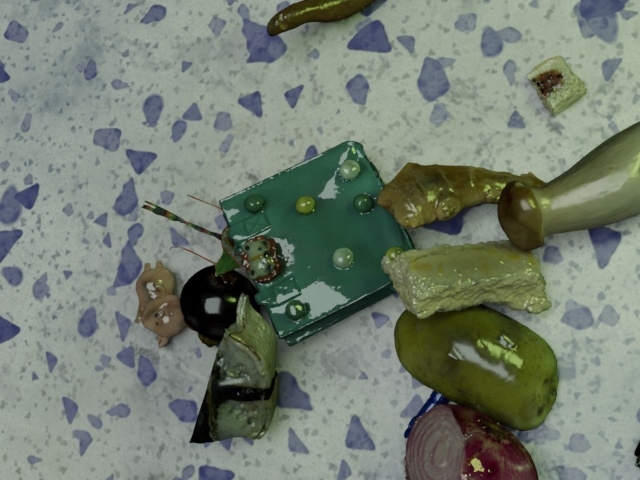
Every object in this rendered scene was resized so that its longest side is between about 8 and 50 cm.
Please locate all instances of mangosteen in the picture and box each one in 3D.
[{"bbox_3d":[-0.172,0.121,1.589,0.137,0.137,0.151,31,125,20],"label":"mangosteen"}]

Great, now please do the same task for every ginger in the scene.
[{"bbox_3d":[0.237,-0.067,1.473,0.295,0.086,0.131,3,37,-2],"label":"ginger"}]

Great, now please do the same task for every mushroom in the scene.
[{"bbox_3d":[0.430,-0.090,1.406,0.350,0.128,0.128,-23,74,-3],"label":"mushroom"}]

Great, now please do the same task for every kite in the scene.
[{"bbox_3d":[-0.188,-0.011,1.601,0.244,0.198,0.006,20,131,-11],"label":"kite"}]

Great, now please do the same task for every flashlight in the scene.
[{"bbox_3d":[0.177,0.268,1.490,0.035,0.057,0.121,36,85,-15],"label":"flashlight"}]

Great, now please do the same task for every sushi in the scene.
[{"bbox_3d":[-0.108,0.211,1.496,0.109,0.134,0.272,22,115,6],"label":"sushi"}]

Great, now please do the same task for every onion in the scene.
[{"bbox_3d":[0.228,0.342,1.374,0.201,0.207,0.200,2,83,-18],"label":"onion"}]

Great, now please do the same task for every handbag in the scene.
[{"bbox_3d":[0.002,-0.002,1.529,0.274,0.100,0.268,-23,74,-2],"label":"handbag"}]

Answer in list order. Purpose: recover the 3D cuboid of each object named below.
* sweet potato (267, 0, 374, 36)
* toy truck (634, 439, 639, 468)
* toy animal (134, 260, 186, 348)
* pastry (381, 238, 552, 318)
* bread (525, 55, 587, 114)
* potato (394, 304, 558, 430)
[{"bbox_3d":[0.059,-0.444,1.611,0.346,0.108,0.079,-35,68,5],"label":"sweet potato"},{"bbox_3d":[0.546,0.230,1.331,0.127,0.127,0.257,26,92,19],"label":"toy truck"},{"bbox_3d":[-0.275,0.105,1.646,0.083,0.089,0.150,-27,76,34],"label":"toy animal"},{"bbox_3d":[0.230,0.059,1.420,0.259,0.089,0.121,-2,49,-13],"label":"pastry"},{"bbox_3d":[0.379,-0.251,1.514,0.070,0.035,0.083,-31,70,9],"label":"bread"},{"bbox_3d":[0.233,0.167,1.435,0.272,0.111,0.160,27,78,23],"label":"potato"}]
